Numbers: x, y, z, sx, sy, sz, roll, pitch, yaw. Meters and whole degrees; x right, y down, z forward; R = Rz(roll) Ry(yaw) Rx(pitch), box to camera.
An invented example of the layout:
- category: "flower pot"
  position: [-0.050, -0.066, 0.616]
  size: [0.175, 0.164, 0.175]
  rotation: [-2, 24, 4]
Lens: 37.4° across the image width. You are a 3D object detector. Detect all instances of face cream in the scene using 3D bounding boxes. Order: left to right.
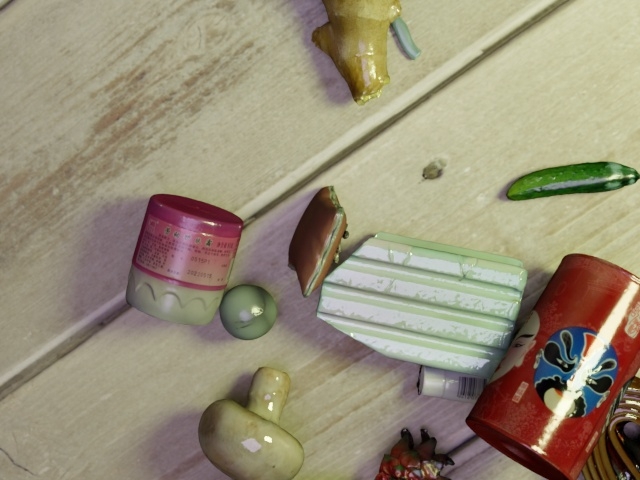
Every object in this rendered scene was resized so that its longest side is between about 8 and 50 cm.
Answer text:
- category: "face cream"
  position: [-0.243, 0.033, 1.681]
  size: [0.175, 0.175, 0.195]
  rotation: [17, 99, 3]
- category: "face cream"
  position: [0.301, 0.266, 1.728]
  size: [0.243, 0.058, 0.092]
  rotation: [7, 94, -1]

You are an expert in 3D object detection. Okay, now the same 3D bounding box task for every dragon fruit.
- category: "dragon fruit"
  position: [0.167, 0.427, 1.734]
  size: [0.142, 0.121, 0.130]
  rotation: [-26, 103, -15]

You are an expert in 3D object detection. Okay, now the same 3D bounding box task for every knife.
- category: "knife"
  position: [0.121, -0.412, 1.655]
  size: [0.028, 0.015, 0.210]
  rotation: [-26, 95, 16]

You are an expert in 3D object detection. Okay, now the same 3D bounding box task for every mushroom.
- category: "mushroom"
  position: [-0.119, 0.353, 1.732]
  size: [0.206, 0.209, 0.206]
  rotation: [12, 127, 17]

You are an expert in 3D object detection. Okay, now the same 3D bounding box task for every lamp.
- category: "lamp"
  position: [-0.132, 0.130, 1.721]
  size: [0.105, 0.105, 0.105]
  rotation: [1, 99, 6]

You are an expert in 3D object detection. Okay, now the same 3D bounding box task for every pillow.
- category: "pillow"
  position: [0.000, 0.000, 1.653]
  size: [0.075, 0.179, 0.171]
  rotation: [21, 103, -14]

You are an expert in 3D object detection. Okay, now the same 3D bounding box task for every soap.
- category: "soap"
  position: [0.174, 0.107, 1.680]
  size: [0.346, 0.115, 0.208]
  rotation: [11, 101, 4]

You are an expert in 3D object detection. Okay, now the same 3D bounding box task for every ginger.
- category: "ginger"
  position: [0.033, -0.425, 1.586]
  size: [0.236, 0.166, 0.376]
  rotation: [13, 104, 3]

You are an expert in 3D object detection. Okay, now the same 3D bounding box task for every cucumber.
- category: "cucumber"
  position: [0.449, -0.106, 1.652]
  size: [0.250, 0.056, 0.056]
  rotation: [-6, 98, 8]

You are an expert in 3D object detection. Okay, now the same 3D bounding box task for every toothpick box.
- category: "toothpick box"
  position: [0.411, 0.213, 1.574]
  size: [0.204, 0.204, 0.333]
  rotation: [34, 76, 0]

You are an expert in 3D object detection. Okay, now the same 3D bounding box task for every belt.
- category: "belt"
  position: [0.573, 0.402, 1.686]
  size: [0.217, 0.122, 0.339]
  rotation: [-30, 95, 8]
